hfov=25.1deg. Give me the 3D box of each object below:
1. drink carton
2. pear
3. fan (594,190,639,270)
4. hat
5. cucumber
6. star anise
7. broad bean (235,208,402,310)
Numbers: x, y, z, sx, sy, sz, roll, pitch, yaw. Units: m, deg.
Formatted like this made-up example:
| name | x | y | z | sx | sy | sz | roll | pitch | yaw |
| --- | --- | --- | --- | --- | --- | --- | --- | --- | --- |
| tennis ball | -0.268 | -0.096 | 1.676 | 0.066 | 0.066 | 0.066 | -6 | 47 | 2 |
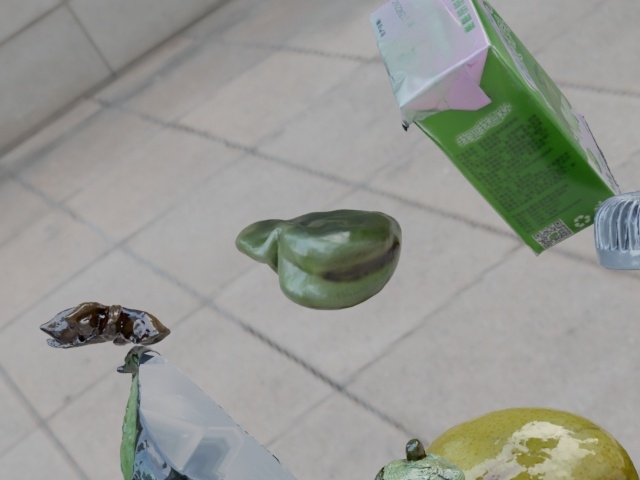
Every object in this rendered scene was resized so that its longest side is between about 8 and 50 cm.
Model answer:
| name | x | y | z | sx | sy | sz | roll | pitch | yaw |
| --- | --- | --- | --- | --- | --- | --- | --- | --- | --- |
| drink carton | 0.169 | -0.116 | 1.370 | 0.108 | 0.271 | 0.161 | -35 | 39 | 17 |
| pear | 0.242 | 0.353 | 1.747 | 0.314 | 0.314 | 0.314 | -28 | 22 | 12 |
| fan | 0.355 | -0.011 | 1.247 | 0.244 | 0.074 | 0.130 | -3 | 7 | 38 |
| hat | 0.076 | 0.194 | 1.116 | 0.076 | 0.059 | 0.077 | 12 | 31 | 21 |
| cucumber | -0.036 | 0.120 | 0.629 | 0.220 | 0.046 | 0.070 | 37 | 42 | 28 |
| star anise | -0.266 | 0.107 | 1.815 | 0.168 | 0.057 | 0.168 | -4 | -6 | 0 |
| broad bean | 0.000 | 0.003 | 1.381 | 0.153 | 0.072 | 0.207 | -5 | 18 | -12 |
